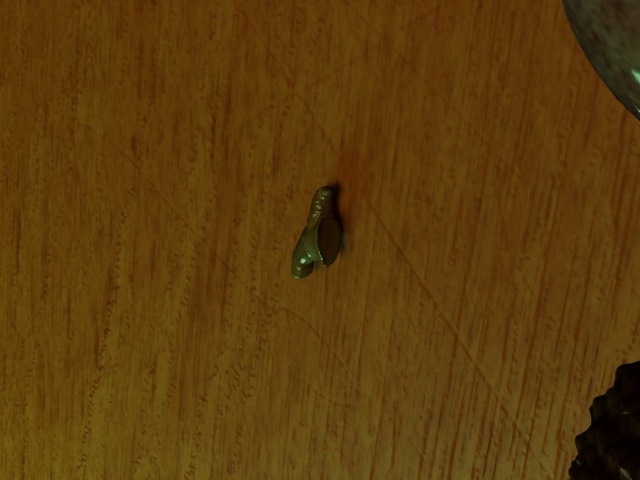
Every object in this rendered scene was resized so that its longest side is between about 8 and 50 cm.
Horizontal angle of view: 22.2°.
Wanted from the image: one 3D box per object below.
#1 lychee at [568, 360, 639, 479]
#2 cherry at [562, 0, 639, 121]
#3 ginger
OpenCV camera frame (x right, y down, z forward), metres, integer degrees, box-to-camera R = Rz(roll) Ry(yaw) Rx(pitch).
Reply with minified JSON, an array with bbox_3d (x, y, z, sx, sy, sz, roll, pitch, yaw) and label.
[{"bbox_3d":[0.252,0.169,0.941,0.271,0.271,0.271,24,124,42],"label":"lychee"},{"bbox_3d":[0.237,-0.132,0.900,0.192,0.175,0.249,-28,93,30],"label":"cherry"},{"bbox_3d":[0.001,0.000,1.350,0.048,0.030,0.097,-109,30,-46],"label":"ginger"}]
